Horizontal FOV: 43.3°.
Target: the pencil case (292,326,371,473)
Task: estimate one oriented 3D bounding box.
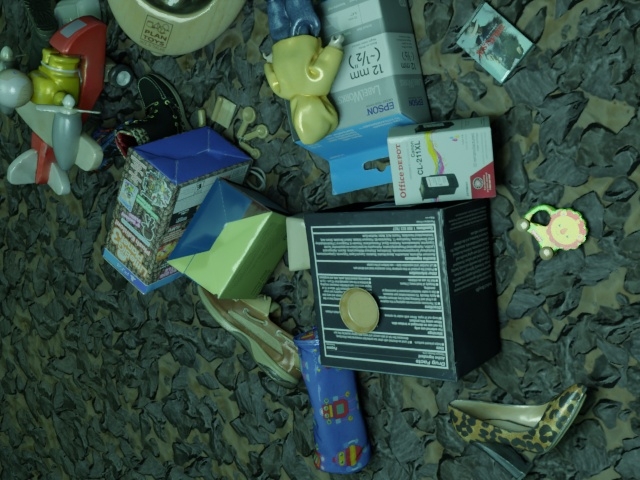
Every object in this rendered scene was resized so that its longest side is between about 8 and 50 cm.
[{"bbox_3d":[0.024,0.320,1.641,0.119,0.133,0.306,-10,100,-6],"label":"pencil case"}]

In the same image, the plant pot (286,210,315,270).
[{"bbox_3d":[0.000,0.000,1.613,0.096,0.109,0.109,1,100,24],"label":"plant pot"}]

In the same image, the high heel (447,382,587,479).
[{"bbox_3d":[0.338,0.293,1.421,0.186,0.093,0.261,39,129,17],"label":"high heel"}]

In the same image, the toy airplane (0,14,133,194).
[{"bbox_3d":[-0.637,-0.298,1.850,0.386,0.272,0.385,-17,70,32],"label":"toy airplane"}]

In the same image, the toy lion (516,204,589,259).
[{"bbox_3d":[0.396,-0.022,1.359,0.096,0.034,0.100,-46,72,26],"label":"toy lion"}]

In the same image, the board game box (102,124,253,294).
[{"bbox_3d":[-0.305,-0.068,1.714,0.141,0.232,0.291,38,127,20],"label":"board game box"}]

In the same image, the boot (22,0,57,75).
[{"bbox_3d":[-0.708,-0.511,2.031,0.208,0.076,0.190,117,140,-57],"label":"boot"}]

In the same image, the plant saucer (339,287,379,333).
[{"bbox_3d":[0.071,0.121,1.409,0.083,0.015,0.083,10,106,36],"label":"plant saucer"}]

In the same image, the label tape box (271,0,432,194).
[{"bbox_3d":[0.061,-0.271,1.503,0.249,0.115,0.348,-10,92,37],"label":"label tape box"}]

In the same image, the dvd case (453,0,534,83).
[{"bbox_3d":[0.295,-0.339,1.377,0.119,0.013,0.087,49,124,19],"label":"dvd case"}]

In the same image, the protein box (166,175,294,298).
[{"bbox_3d":[-0.167,0.000,1.624,0.136,0.201,0.200,34,96,16],"label":"protein box"}]

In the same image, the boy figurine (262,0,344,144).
[{"bbox_3d":[-0.025,-0.316,1.431,0.177,0.092,0.285,-11,94,38],"label":"boy figurine"}]

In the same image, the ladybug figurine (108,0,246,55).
[{"bbox_3d":[-0.273,-0.586,1.613,0.305,0.162,0.449,19,119,-13],"label":"ladybug figurine"}]

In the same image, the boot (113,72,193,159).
[{"bbox_3d":[-0.384,-0.269,1.789,0.085,0.178,0.236,-36,78,36],"label":"boot"}]

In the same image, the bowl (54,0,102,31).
[{"bbox_3d":[-0.599,-0.527,1.976,0.142,0.053,0.142,5,103,34],"label":"bowl"}]

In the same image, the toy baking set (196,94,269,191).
[{"bbox_3d":[-0.196,-0.185,1.761,0.196,0.030,0.256,11,106,35],"label":"toy baking set"}]

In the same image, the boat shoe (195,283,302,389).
[{"bbox_3d":[-0.134,0.177,1.750,0.324,0.122,0.120,43,91,19],"label":"boat shoe"}]

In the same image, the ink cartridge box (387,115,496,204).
[{"bbox_3d":[0.209,-0.135,1.390,0.175,0.072,0.127,-5,113,12],"label":"ink cartridge box"}]

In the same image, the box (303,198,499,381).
[{"bbox_3d":[0.146,0.079,1.466,0.296,0.182,0.294,0,99,38],"label":"box"}]

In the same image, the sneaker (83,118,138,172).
[{"bbox_3d":[-0.516,-0.244,1.958,0.221,0.083,0.087,-27,75,33],"label":"sneaker"}]
